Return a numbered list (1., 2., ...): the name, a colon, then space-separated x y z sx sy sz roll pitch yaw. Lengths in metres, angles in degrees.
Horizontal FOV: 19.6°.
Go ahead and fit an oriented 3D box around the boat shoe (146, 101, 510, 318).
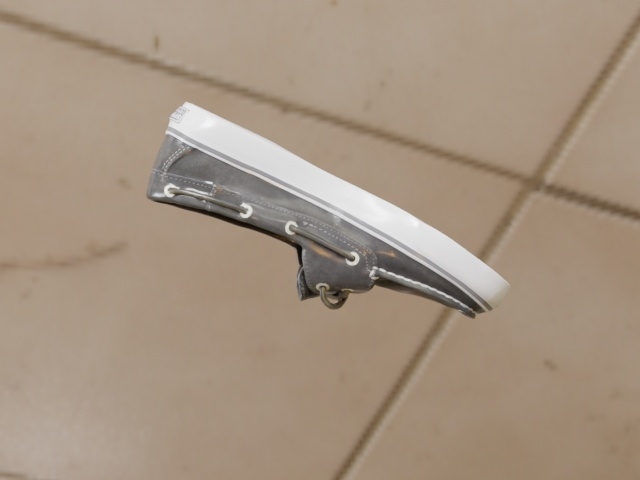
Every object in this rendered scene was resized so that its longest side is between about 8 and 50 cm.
1. boat shoe: 0.000 0.000 1.114 0.228 0.080 0.076 28 88 -6
